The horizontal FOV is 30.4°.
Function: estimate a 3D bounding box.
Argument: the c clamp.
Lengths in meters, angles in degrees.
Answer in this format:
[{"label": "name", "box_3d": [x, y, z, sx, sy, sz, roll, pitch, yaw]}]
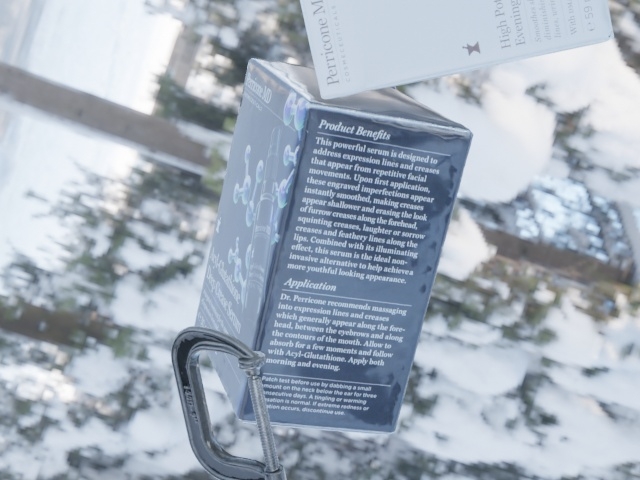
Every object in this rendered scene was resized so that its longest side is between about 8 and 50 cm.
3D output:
[{"label": "c clamp", "box_3d": [-0.058, 0.141, 0.930, 0.022, 0.137, 0.161, -30, 110, -46]}]

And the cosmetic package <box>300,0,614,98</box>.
[{"label": "cosmetic package", "box_3d": [0.104, -0.189, 0.929, 0.085, 0.231, 0.117, -36, 113, -76]}]

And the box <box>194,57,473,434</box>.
[{"label": "box", "box_3d": [0.000, 0.000, 1.491, 0.293, 0.212, 0.396, -133, -126, -66]}]
